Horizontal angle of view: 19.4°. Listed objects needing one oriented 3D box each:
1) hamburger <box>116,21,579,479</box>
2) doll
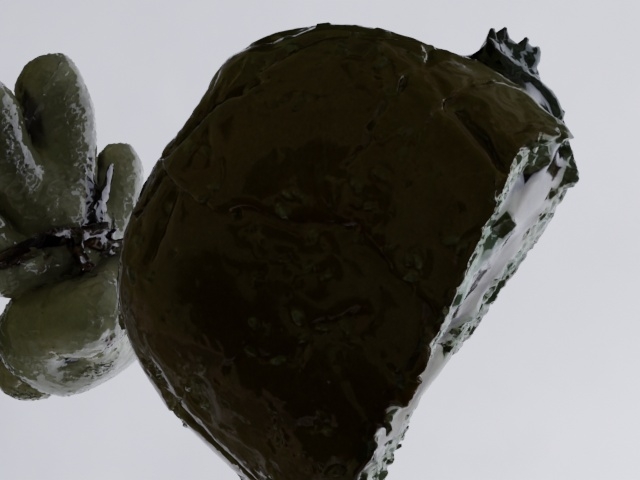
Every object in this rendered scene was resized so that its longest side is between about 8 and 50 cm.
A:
[{"bbox_3d":[0.000,0.000,1.063,0.211,0.132,0.309,35,-73,16],"label":"hamburger"},{"bbox_3d":[-0.210,-0.008,1.516,0.175,0.278,0.149,-19,-166,-12],"label":"doll"}]
